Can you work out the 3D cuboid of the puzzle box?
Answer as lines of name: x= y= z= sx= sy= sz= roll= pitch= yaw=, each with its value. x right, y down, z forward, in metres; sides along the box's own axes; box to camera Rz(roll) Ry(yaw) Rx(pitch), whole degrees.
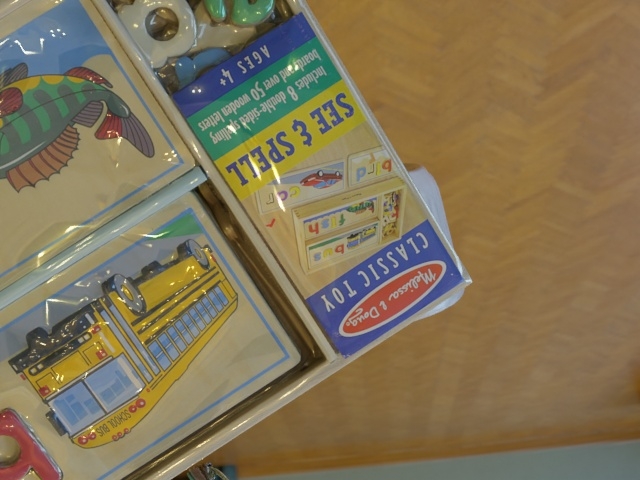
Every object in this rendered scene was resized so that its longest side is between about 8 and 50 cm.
puzzle box: x=-0.153 y=0.021 z=0.468 sx=0.409 sy=0.272 sz=0.052 roll=-33 pitch=-168 yaw=-3

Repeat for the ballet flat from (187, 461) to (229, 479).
ballet flat: x=-0.117 y=0.295 z=0.961 sx=0.041 sy=0.114 sz=0.041 roll=-16 pitch=124 yaw=-24

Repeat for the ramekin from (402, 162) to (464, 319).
ramekin: x=0.000 y=0.000 z=0.809 sx=0.273 sy=0.127 sz=0.273 roll=-7 pitch=-172 yaw=1
